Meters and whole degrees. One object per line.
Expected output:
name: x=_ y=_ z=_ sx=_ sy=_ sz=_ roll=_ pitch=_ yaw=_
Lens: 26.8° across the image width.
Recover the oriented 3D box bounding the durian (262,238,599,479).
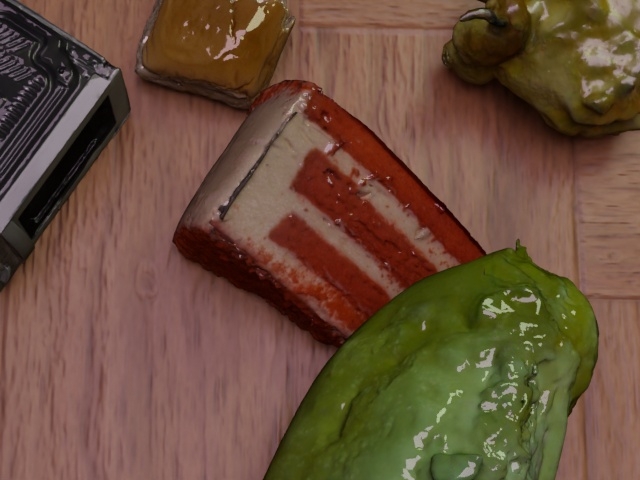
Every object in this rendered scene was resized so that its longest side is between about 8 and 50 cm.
durian: x=0.085 y=0.165 z=1.020 sx=0.204 sy=0.256 sz=0.339 roll=38 pitch=60 yaw=-22

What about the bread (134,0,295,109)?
bread: x=-0.092 y=-0.179 z=1.172 sx=0.125 sy=0.082 sz=0.106 roll=18 pitch=69 yaw=-2

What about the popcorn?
popcorn: x=0.214 y=-0.182 z=1.149 sx=0.195 sy=0.173 sz=0.168 roll=23 pitch=119 yaw=-3

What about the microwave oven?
microwave oven: x=-0.278 y=-0.083 z=1.119 sx=0.162 sy=0.122 sz=0.208 roll=33 pitch=77 yaw=4

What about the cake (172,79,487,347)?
cake: x=0.000 y=0.000 z=1.153 sx=0.262 sy=0.160 sz=0.158 roll=43 pitch=75 yaw=-29
